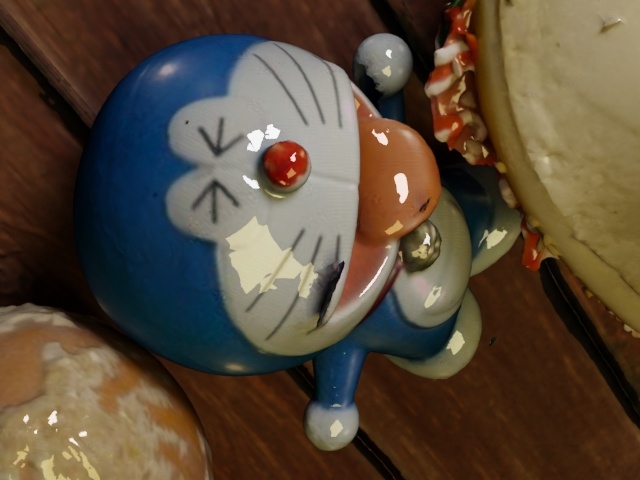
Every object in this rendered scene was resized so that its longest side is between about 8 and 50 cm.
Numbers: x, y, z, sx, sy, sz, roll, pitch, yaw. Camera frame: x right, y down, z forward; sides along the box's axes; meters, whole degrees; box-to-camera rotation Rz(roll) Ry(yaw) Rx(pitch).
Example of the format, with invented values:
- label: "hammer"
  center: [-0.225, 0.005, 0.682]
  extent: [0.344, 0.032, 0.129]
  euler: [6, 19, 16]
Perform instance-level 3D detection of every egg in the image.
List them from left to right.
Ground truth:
- label: "egg"
  center: [-0.144, 0.133, 0.685]
  extent: [0.195, 0.195, 0.233]
  euler: [1, 148, -27]

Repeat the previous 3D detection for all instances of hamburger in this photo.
- label: "hamburger"
  center: [0.179, -0.076, 0.714]
  extent: [0.295, 0.151, 0.227]
  euler: [39, 63, -35]

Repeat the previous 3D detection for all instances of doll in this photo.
- label: "doll"
  center: [0.000, 0.000, 0.693]
  extent: [0.257, 0.161, 0.215]
  euler: [12, 88, -44]
